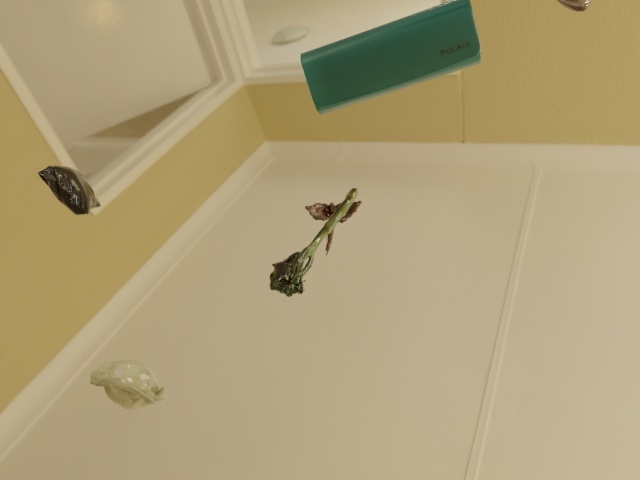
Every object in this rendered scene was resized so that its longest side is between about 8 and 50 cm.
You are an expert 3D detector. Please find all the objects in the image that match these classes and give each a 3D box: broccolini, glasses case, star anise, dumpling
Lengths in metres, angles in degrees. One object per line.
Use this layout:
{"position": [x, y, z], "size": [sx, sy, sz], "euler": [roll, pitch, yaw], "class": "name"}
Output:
{"position": [-0.003, 0.003, 0.885], "size": [0.071, 0.057, 0.254], "euler": [41, -121, 0], "class": "broccolini"}
{"position": [0.122, -0.324, 0.875], "size": [0.301, 0.117, 0.070], "euler": [-15, -171, 13], "class": "glasses case"}
{"position": [0.039, -0.042, 1.402], "size": [0.159, 0.140, 0.144], "euler": [-4, -102, -1], "class": "star anise"}
{"position": [-0.391, 0.316, 1.062], "size": [0.134, 0.169, 0.099], "euler": [10, -128, 33], "class": "dumpling"}

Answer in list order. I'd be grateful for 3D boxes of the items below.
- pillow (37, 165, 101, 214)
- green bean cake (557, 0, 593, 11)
{"position": [-0.398, -0.084, 0.794], "size": [0.048, 0.090, 0.150], "euler": [-26, -165, -13], "class": "pillow"}
{"position": [0.438, -0.517, 0.784], "size": [0.199, 0.232, 0.097], "euler": [5, -143, -44], "class": "green bean cake"}
